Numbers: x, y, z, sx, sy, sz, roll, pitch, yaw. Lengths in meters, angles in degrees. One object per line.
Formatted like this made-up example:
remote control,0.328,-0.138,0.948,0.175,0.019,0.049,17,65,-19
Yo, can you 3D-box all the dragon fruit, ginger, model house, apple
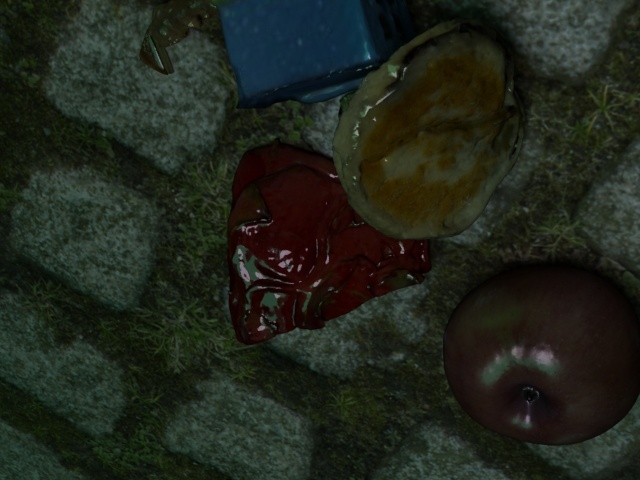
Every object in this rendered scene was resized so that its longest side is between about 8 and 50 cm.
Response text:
dragon fruit,-0.004,0.004,1.335,0.329,0.228,0.286,4,117,24
ginger,-0.208,-0.361,1.325,0.173,0.051,0.070,-10,116,30
model house,-0.019,-0.348,1.158,0.237,0.215,0.304,-11,101,29
apple,0.343,0.179,1.274,0.305,0.235,0.306,10,122,17

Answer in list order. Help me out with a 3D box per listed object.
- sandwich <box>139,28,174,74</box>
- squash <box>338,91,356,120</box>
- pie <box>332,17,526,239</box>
sandwich,-0.284,-0.315,1.396,0.044,0.031,0.083,-13,109,24
squash,0.119,-0.175,1.279,0.184,0.085,0.192,23,148,44
pie,0.163,-0.146,1.147,0.077,0.339,0.339,42,135,43
